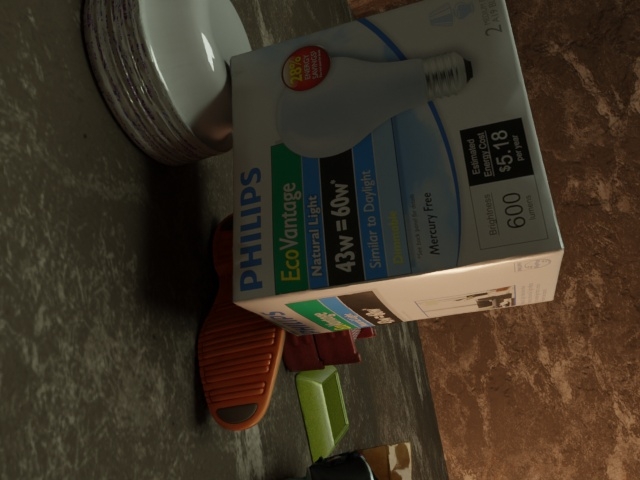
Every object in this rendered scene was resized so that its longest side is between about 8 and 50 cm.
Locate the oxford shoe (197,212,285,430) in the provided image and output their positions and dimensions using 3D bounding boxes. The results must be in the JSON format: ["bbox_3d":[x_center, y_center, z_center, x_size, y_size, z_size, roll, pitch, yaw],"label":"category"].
[{"bbox_3d":[-0.099,0.124,0.878,0.133,0.129,0.364,68,17,-49],"label":"oxford shoe"}]

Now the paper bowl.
[{"bbox_3d":[-0.192,-0.261,0.826,0.284,0.148,0.284,-13,90,-76],"label":"paper bowl"}]

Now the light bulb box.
[{"bbox_3d":[0.087,-0.084,0.746,0.225,0.360,0.358,46,36,-63],"label":"light bulb box"}]

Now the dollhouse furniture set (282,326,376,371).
[{"bbox_3d":[-0.015,0.059,1.160,0.201,0.152,0.374,-32,108,-73],"label":"dollhouse furniture set"}]

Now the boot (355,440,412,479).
[{"bbox_3d":[0.225,0.644,1.399,0.096,0.264,0.281,108,-20,-63],"label":"boot"}]

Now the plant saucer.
[{"bbox_3d":[0.013,0.357,1.218,0.188,0.045,0.189,-2,79,-74],"label":"plant saucer"}]

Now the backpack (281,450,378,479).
[{"bbox_3d":[0.030,0.460,0.909,0.253,0.191,0.225,63,16,-72],"label":"backpack"}]
